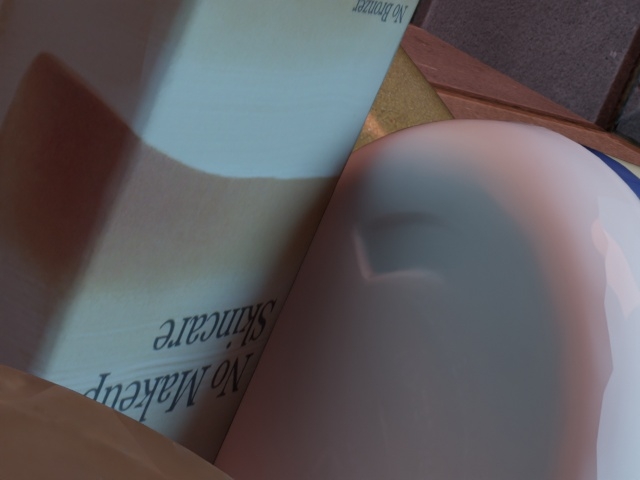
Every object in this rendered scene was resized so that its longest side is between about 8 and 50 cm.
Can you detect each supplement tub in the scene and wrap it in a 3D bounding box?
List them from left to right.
[{"bbox_3d":[0.137,0.103,0.694,0.325,0.235,0.235,17,15,-36],"label":"supplement tub"}]

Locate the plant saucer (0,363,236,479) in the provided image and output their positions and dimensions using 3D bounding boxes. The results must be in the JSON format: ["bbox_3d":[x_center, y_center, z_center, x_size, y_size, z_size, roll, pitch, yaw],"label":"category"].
[{"bbox_3d":[-0.078,0.102,0.388,0.278,0.041,0.278,22,23,-10],"label":"plant saucer"}]

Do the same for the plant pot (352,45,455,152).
[{"bbox_3d":[0.000,0.000,0.975,0.254,0.237,0.237,43,19,16],"label":"plant pot"}]

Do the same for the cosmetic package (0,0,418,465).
[{"bbox_3d":[-0.093,0.001,0.598,0.129,0.296,0.153,30,16,21],"label":"cosmetic package"}]
